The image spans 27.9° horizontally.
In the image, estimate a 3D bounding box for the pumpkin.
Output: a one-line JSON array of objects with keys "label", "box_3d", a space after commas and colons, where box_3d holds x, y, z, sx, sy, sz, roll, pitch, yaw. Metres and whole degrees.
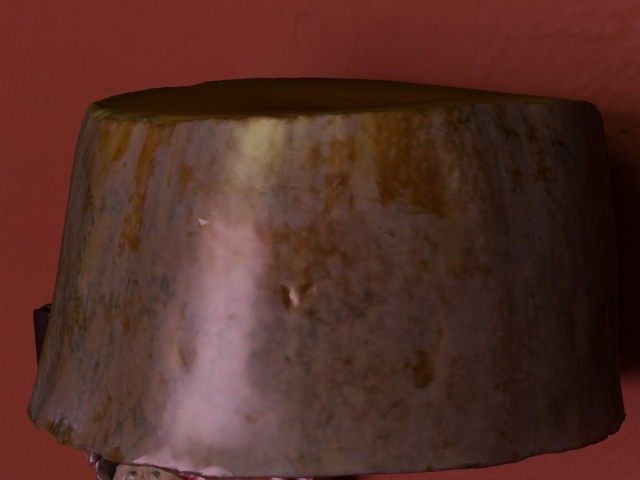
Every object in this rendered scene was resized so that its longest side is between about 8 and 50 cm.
[{"label": "pumpkin", "box_3d": [0.000, 0.000, 0.715, 0.332, 0.332, 0.199, 1, 94, 44]}]

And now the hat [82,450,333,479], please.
[{"label": "hat", "box_3d": [-0.115, 0.217, 1.009, 0.236, 0.107, 0.286, 48, 125, 38]}]

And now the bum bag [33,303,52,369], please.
[{"label": "bum bag", "box_3d": [-0.197, 0.116, 1.121, 0.159, 0.026, 0.109, 5, 102, 43]}]
